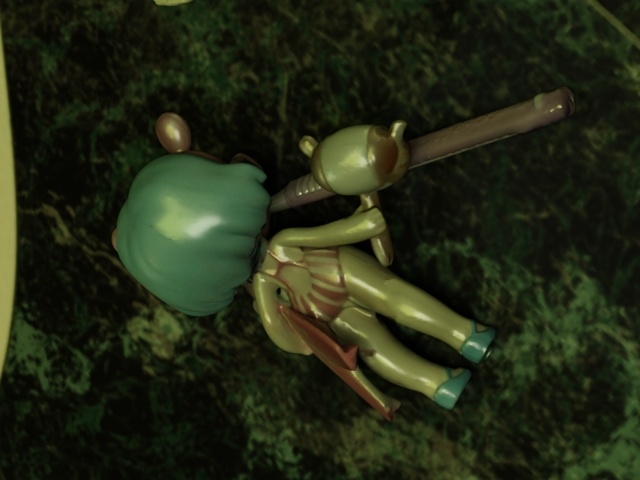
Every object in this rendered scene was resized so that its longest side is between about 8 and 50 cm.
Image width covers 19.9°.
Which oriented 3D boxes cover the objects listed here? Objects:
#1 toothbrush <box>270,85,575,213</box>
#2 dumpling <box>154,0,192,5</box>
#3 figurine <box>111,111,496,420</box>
[{"bbox_3d":[0.007,-0.044,1.200,0.354,0.024,0.029,-17,121,32],"label":"toothbrush"},{"bbox_3d":[-0.100,-0.219,1.201,0.188,0.108,0.127,-8,120,19],"label":"dumpling"},{"bbox_3d":[-0.007,0.010,1.158,0.260,0.103,0.205,30,127,6],"label":"figurine"}]
